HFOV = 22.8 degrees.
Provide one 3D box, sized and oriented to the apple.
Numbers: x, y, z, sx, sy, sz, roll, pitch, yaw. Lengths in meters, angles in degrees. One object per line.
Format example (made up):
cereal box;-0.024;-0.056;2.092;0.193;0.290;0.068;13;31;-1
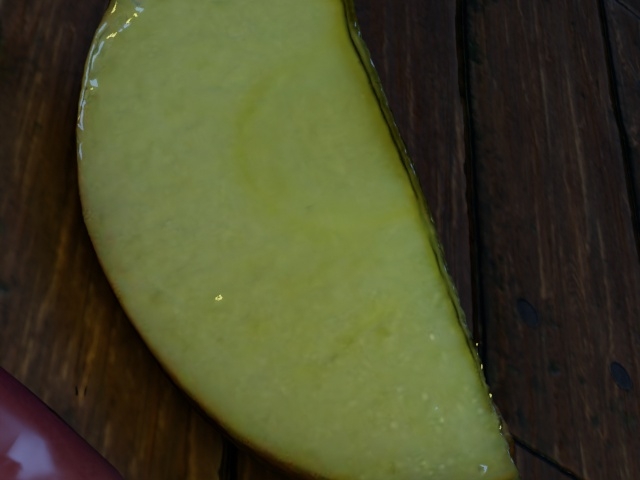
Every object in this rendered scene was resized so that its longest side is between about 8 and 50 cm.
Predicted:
apple;0.000;0.000;0.842;0.254;0.179;0.346;-3;62;-37

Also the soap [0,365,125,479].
soap;-0.209;0.099;0.532;0.325;0.127;0.220;46;39;-13
